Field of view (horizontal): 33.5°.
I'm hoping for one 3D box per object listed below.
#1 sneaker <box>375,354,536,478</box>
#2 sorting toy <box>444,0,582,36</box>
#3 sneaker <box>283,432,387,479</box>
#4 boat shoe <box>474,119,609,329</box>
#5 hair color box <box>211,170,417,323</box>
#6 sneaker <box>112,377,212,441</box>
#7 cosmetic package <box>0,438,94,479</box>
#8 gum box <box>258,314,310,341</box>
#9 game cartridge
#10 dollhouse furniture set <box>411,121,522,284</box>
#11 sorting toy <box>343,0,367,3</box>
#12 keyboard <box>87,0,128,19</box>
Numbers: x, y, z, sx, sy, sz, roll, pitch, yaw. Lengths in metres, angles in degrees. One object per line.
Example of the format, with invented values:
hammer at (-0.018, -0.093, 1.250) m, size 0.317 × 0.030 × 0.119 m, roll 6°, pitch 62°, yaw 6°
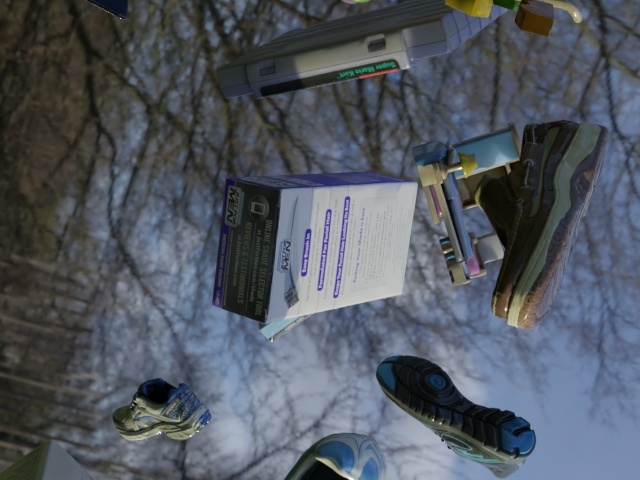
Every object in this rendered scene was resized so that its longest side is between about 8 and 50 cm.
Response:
sneaker at (0.249, 0.355, 2.101) m, size 0.125 × 0.341 × 0.139 m, roll -45°, pitch 159°, yaw -36°
sorting toy at (0.174, -0.281, 1.169) m, size 0.307 × 0.229 × 0.041 m, roll -69°, pitch 174°, yaw -62°
sneaker at (-0.026, 0.261, 0.865) m, size 0.085 × 0.086 × 0.237 m, roll 30°, pitch -81°, yaw 32°
boat shoe at (0.181, -0.021, 0.946) m, size 0.257 × 0.095 × 0.095 m, roll -55°, pitch 155°, yaw -47°
hair color box at (0.000, 0.000, 1.543) m, size 0.110 × 0.339 × 0.185 m, roll 14°, pitch -78°, yaw 34°
sneaker at (-0.166, 0.164, 1.070) m, size 0.135 × 0.058 × 0.052 m, roll -13°, pitch -159°, yaw 42°
cosmetic package at (-0.381, 0.414, 1.381) m, size 0.153 × 0.129 × 0.296 m, roll -35°, pitch -159°, yaw 9°
gum box at (-0.052, 0.089, 2.018) m, size 0.157 × 0.041 × 0.184 m, roll -35°, pitch -153°, yaw 11°
game cartridge at (0.055, -0.271, 1.464) m, size 0.355 × 0.068 × 0.230 m, roll -6°, pitch -155°, yaw 33°
dollhouse furniture set at (0.294, -0.055, 1.877) m, size 0.303 × 0.198 × 0.286 m, roll -77°, pitch 149°, yaw -77°
sorting toy at (0.006, -0.254, 1.028) m, size 0.042 × 0.102 × 0.061 m, roll 122°, pitch -15°, yaw -60°
keyboard at (-0.407, -0.436, 1.770) m, size 0.038 × 0.192 × 0.100 m, roll -32°, pitch -135°, yaw 39°
